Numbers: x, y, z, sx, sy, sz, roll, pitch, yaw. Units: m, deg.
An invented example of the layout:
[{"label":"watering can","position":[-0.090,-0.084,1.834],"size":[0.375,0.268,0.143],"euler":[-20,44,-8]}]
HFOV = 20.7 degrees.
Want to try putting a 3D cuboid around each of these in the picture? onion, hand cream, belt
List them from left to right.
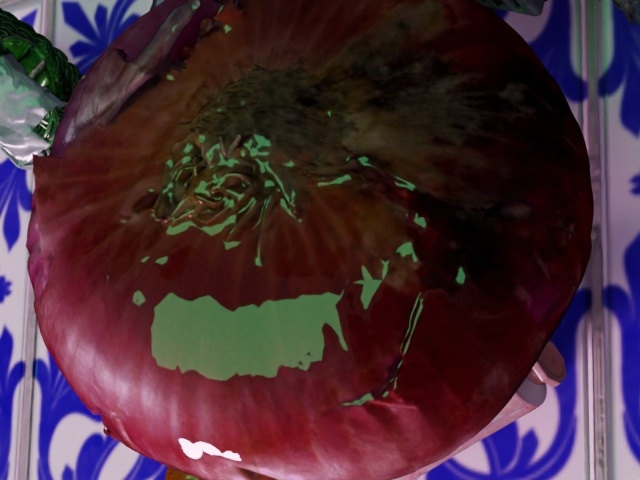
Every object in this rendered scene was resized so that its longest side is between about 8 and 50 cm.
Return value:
[{"label":"belt","position":[-0.238,-0.110,1.359],"size":[0.079,0.121,0.151],"euler":[-49,59,15]},{"label":"onion","position":[0.000,0.000,1.070],"size":[0.348,0.285,0.347],"euler":[-6,60,10]},{"label":"hand cream","position":[0.067,0.121,1.119],"size":[0.210,0.043,0.067],"euler":[-33,59,33]}]

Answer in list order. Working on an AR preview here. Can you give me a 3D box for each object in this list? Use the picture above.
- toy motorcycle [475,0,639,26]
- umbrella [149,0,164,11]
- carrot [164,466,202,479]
[{"label":"toy motorcycle","position":[0.146,-0.205,1.081],"size":[0.401,0.134,0.207],"euler":[-2,69,37]},{"label":"umbrella","position":[-0.096,-0.208,1.320],"size":[0.053,0.052,0.250],"euler":[4,81,47]},{"label":"carrot","position":[-0.075,0.146,1.214],"size":[0.061,0.061,0.209],"euler":[1,75,38]}]
